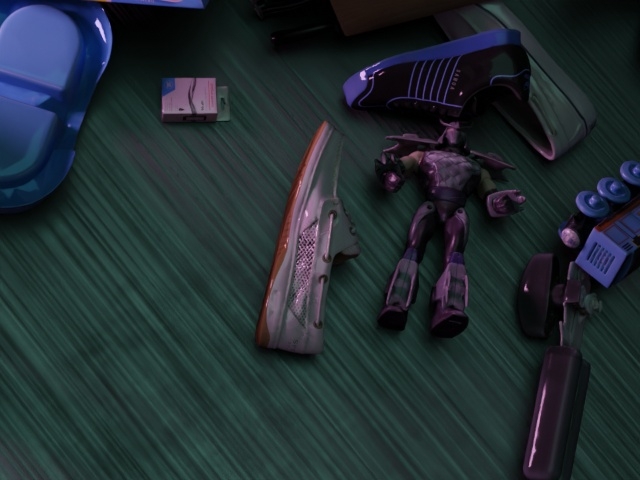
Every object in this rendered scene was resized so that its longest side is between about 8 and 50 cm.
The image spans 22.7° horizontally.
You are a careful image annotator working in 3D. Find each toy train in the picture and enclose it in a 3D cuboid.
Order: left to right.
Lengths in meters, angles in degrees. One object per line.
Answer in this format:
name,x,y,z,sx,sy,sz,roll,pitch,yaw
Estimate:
toy train,0.365,-0.023,1.905,0.105,0.080,0.184,43,48,19

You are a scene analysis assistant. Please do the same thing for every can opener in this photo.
can opener,0.274,0.153,1.870,0.093,0.074,0.280,-2,66,27

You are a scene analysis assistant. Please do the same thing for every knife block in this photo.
knife block,0.058,-0.308,1.935,0.276,0.242,0.088,8,59,-32

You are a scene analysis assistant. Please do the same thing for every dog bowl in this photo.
dog bowl,-0.349,-0.165,1.870,0.166,0.074,0.297,17,71,-3

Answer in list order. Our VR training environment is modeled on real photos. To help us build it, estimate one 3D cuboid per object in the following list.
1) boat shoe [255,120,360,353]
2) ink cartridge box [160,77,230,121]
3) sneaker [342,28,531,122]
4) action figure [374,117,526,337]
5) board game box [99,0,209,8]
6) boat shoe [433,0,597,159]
boat shoe,0.000,0.000,1.860,0.096,0.098,0.277,15,80,-4
ink cartridge box,-0.150,-0.170,1.924,0.083,0.028,0.048,-1,72,-9
sneaker,0.139,-0.180,1.906,0.232,0.081,0.090,-15,76,22
action figure,0.146,-0.028,1.888,0.185,0.099,0.285,9,66,5
board game box,-0.240,-0.381,1.861,0.317,0.064,0.242,8,52,22
boat shoe,0.219,-0.210,1.963,0.088,0.096,0.267,-43,91,-23
